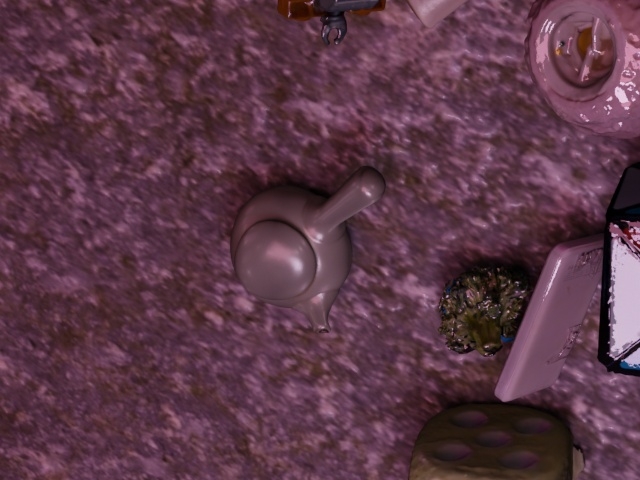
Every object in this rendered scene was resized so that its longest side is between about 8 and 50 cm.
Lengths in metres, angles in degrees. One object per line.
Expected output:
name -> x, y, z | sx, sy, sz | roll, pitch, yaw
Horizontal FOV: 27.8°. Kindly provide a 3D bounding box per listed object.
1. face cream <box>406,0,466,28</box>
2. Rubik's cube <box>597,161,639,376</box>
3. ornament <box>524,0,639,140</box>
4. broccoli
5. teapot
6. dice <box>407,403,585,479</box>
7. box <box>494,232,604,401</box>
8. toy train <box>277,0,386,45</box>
face cream -> 0.236, -0.464, 1.806 | 0.349, 0.081, 0.173 | -34, 91, 29
Rubik's cube -> 0.533, 0.041, 1.819 | 0.250, 0.246, 0.248 | 3, 113, 19
ornament -> 0.409, -0.267, 1.742 | 0.259, 0.225, 0.259 | 16, 112, 45
broccoli -> 0.257, 0.120, 2.011 | 0.167, 0.160, 0.154 | -17, 133, 15
teapot -> -0.032, -0.021, 2.059 | 0.220, 0.149, 0.318 | 24, 119, 8
dice -> 0.282, 0.425, 2.076 | 0.255, 0.250, 0.251 | 3, 114, 19
box -> 0.359, 0.120, 1.984 | 0.044, 0.142, 0.285 | 38, 124, 34
toy train -> 0.010, -0.491, 1.795 | 0.249, 0.178, 0.429 | 37, 130, 50
